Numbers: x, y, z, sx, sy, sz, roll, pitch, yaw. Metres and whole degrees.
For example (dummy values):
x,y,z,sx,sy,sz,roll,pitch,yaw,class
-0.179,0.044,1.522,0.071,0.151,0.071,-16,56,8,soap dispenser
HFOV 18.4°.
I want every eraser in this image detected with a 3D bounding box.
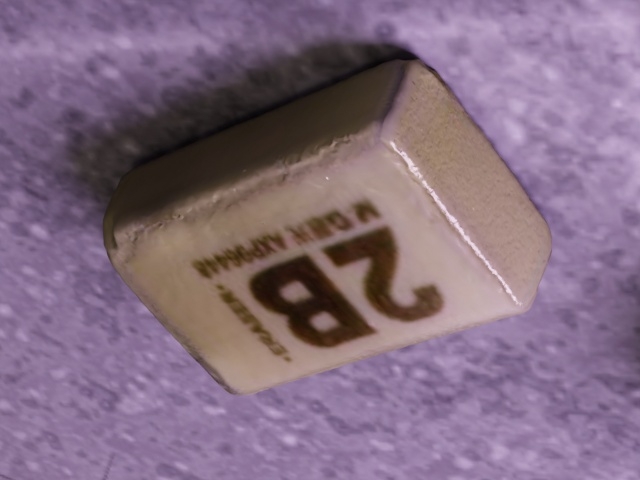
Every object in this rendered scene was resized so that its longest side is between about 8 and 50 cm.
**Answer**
x,y,z,sx,sy,sz,roll,pitch,yaw,class
0.000,0.000,0.861,0.172,0.058,0.117,-19,124,36,eraser
